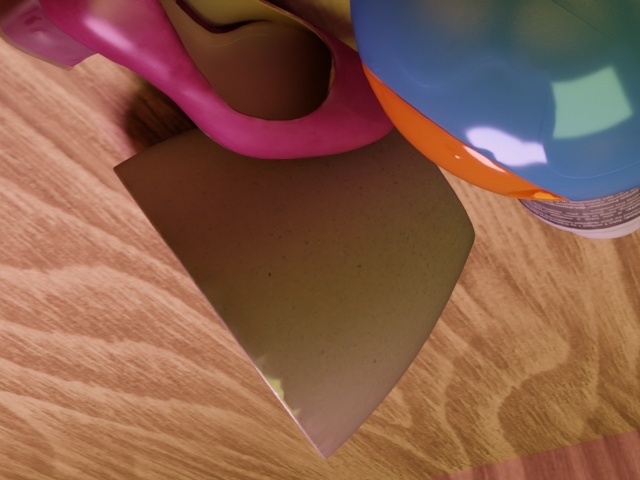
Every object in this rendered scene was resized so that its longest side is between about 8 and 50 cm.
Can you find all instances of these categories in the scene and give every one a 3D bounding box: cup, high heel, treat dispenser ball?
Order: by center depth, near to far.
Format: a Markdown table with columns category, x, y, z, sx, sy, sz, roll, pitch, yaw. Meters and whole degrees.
| category | x | y | z | sx | sy | sz | roll | pitch | yaw |
| --- | --- | --- | --- | --- | --- | --- | --- | --- | --- |
| treat dispenser ball | 0.164 | -0.169 | 1.192 | 0.288 | 0.288 | 0.288 | -9 | 159 | -3 |
| high heel | -0.054 | -0.153 | 1.342 | 0.377 | 0.127 | 0.181 | 9 | 163 | -35 |
| cup | 0.000 | 0.000 | 1.592 | 0.237 | 0.331 | 0.331 | -36 | 159 | -4 |

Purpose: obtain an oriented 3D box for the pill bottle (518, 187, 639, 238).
| category | x | y | z | sx | sy | sz | roll | pitch | yaw |
| --- | --- | --- | --- | --- | --- | --- | --- | --- | --- |
| pill bottle | 0.237 | -0.109 | 1.543 | 0.176 | 0.176 | 0.318 | -15 | 159 | 11 |
